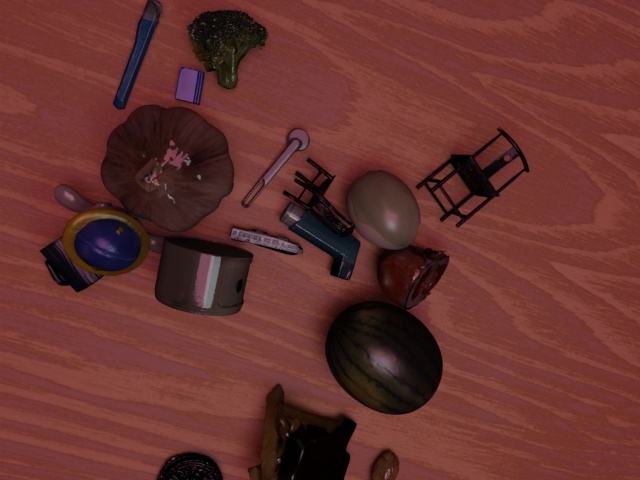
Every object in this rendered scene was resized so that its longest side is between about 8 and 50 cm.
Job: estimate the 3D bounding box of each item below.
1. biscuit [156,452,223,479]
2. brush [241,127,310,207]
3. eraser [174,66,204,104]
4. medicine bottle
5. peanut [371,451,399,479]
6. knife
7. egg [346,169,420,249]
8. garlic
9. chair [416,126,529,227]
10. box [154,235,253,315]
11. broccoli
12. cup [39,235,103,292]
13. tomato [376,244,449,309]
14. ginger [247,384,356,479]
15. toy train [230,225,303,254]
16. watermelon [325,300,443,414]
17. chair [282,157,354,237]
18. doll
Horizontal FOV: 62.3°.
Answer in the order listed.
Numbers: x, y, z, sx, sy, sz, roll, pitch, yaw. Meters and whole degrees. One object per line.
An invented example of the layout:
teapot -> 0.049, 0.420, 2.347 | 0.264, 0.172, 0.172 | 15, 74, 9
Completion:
biscuit -> -0.374, 0.701, 1.515 | 0.195, 0.053, 0.194 | -2, 98, -11
brush -> -0.127, -0.195, 1.440 | 0.062, 0.027, 0.266 | 40, 94, -13
eraser -> -0.336, -0.398, 1.363 | 0.063, 0.027, 0.084 | 11, 97, -11
medicine bottle -> 0.000, 0.000, 1.461 | 0.258, 0.079, 0.124 | 35, 82, -13
peanut -> 0.195, 0.738, 1.616 | 0.089, 0.089, 0.192 | 11, 96, -12
knife -> -0.462, -0.471, 1.331 | 0.044, 0.026, 0.296 | 22, 97, -10
egg -> 0.172, -0.072, 1.415 | 0.183, 0.183, 0.217 | -24, 63, -6
garlic -> -0.370, -0.182, 1.302 | 0.322, 0.241, 0.321 | 1, 87, -29
chair -> 0.424, -0.178, 1.484 | 0.260, 0.141, 0.154 | -39, 104, -1
box -> -0.295, 0.085, 1.345 | 0.226, 0.226, 0.149 | 11, 97, -12
broccoli -> -0.232, -0.470, 1.316 | 0.194, 0.219, 0.194 | 8, 124, 12
cup -> -0.624, 0.050, 1.350 | 0.113, 0.150, 0.138 | -45, 109, -37
tomato -> 0.239, 0.079, 1.472 | 0.155, 0.214, 0.180 | 30, 107, 26
ginger -> -0.073, 0.630, 1.503 | 0.212, 0.359, 0.412 | 10, 99, 32
toy train -> -0.144, 0.002, 1.454 | 0.208, 0.043, 0.047 | 15, 96, -13
watermelon -> 0.181, 0.324, 1.445 | 0.359, 0.279, 0.279 | 43, 89, -14
chair -> 0.016, -0.111, 1.423 | 0.213, 0.084, 0.101 | 36, 52, -10
doll -> -0.491, 0.007, 1.289 | 0.311, 0.243, 0.159 | 26, 88, -41
